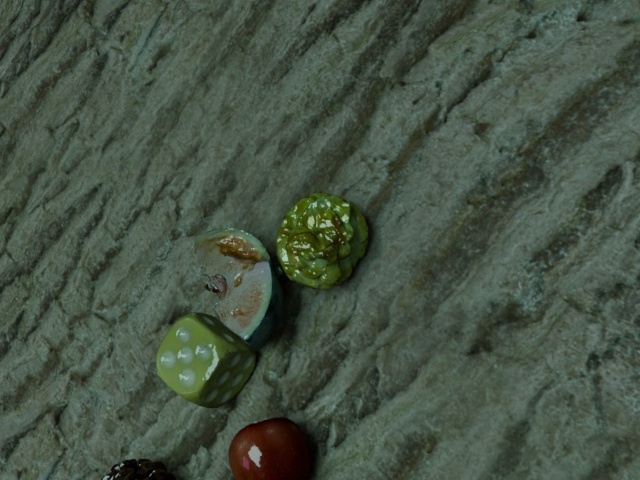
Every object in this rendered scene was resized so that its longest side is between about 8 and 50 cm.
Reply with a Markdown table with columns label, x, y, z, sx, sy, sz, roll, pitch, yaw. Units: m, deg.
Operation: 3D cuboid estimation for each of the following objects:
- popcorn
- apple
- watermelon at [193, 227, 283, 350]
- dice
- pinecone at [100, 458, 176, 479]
| label | x | y | z | sx | sy | sz | roll | pitch | yaw |
| --- | --- | --- | --- | --- | --- | --- | --- | --- | --- |
| popcorn | 0.000 | 0.000 | 1.773 | 0.204 | 0.184 | 0.221 | 14 | 71 | 17 |
| apple | -0.109 | 0.477 | 1.711 | 0.181 | 0.181 | 0.168 | -30 | 64 | 19 |
| watermelon | -0.153 | 0.108 | 1.826 | 0.175 | 0.188 | 0.322 | -29 | 59 | 12 |
| dice | -0.269 | 0.281 | 1.850 | 0.169 | 0.166 | 0.169 | 34 | 95 | 30 |
| pinecone | -0.439 | 0.604 | 1.851 | 0.207 | 0.208 | 0.208 | -7 | 75 | 26 |
